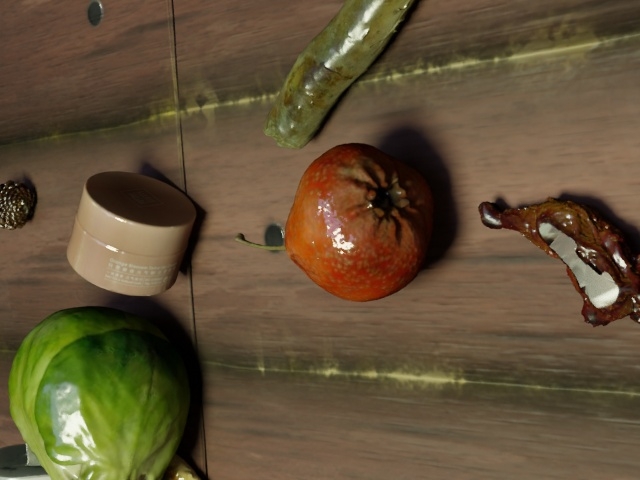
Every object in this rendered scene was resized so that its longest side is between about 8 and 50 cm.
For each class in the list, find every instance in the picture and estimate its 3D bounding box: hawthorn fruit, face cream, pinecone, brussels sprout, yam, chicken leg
[{"bbox_3d":[0.000,0.000,1.211,0.285,0.165,0.165,-24,77,48],"label":"hawthorn fruit"},{"bbox_3d":[-0.245,-0.010,1.434,0.149,0.149,0.104,39,120,34],"label":"face cream"},{"bbox_3d":[-0.482,-0.053,1.708,0.083,0.077,0.077,-2,93,43],"label":"pinecone"},{"bbox_3d":[-0.283,0.219,1.443,0.210,0.219,0.271,-29,58,45],"label":"brussels sprout"},{"bbox_3d":[0.035,-0.221,1.204,0.317,0.067,0.071,-51,31,35],"label":"yam"},{"bbox_3d":[0.237,0.009,1.048,0.219,0.048,0.089,45,120,31],"label":"chicken leg"}]

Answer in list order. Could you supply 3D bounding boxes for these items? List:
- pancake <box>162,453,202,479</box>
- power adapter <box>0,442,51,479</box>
[{"bbox_3d":[-0.235,0.451,1.534,0.356,0.065,0.356,4,96,42],"label":"pancake"},{"bbox_3d":[-0.414,0.378,1.624,0.187,0.124,0.255,-168,77,-73],"label":"power adapter"}]
